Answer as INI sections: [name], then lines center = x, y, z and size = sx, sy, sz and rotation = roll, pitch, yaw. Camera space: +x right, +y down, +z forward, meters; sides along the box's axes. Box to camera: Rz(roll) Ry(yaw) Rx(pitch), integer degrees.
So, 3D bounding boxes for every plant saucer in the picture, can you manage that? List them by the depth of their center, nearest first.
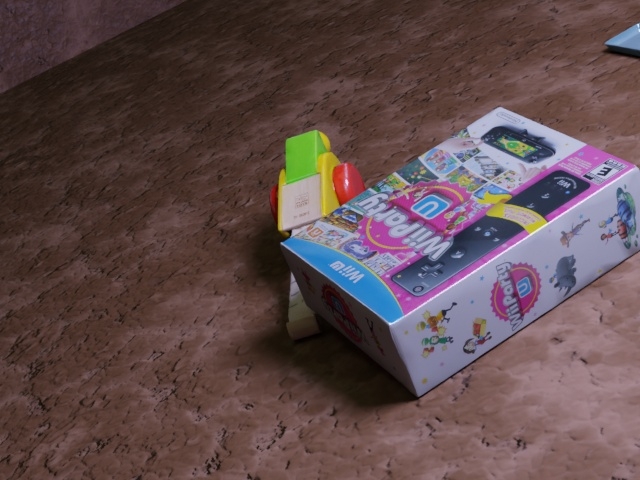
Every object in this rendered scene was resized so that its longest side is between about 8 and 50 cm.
[plant saucer]
center = 0.466, -0.263, 1.582
size = 0.067, 0.018, 0.192
rotation = -30, 26, -13

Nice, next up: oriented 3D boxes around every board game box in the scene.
[board game box]
center = 0.146, 0.000, 1.205
size = 0.303, 0.097, 0.224
rotation = -33, 34, -16

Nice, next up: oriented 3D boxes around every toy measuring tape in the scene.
[toy measuring tape]
center = 0.000, 0.000, 1.409
size = 0.121, 0.121, 0.330
rotation = -16, 48, 17
